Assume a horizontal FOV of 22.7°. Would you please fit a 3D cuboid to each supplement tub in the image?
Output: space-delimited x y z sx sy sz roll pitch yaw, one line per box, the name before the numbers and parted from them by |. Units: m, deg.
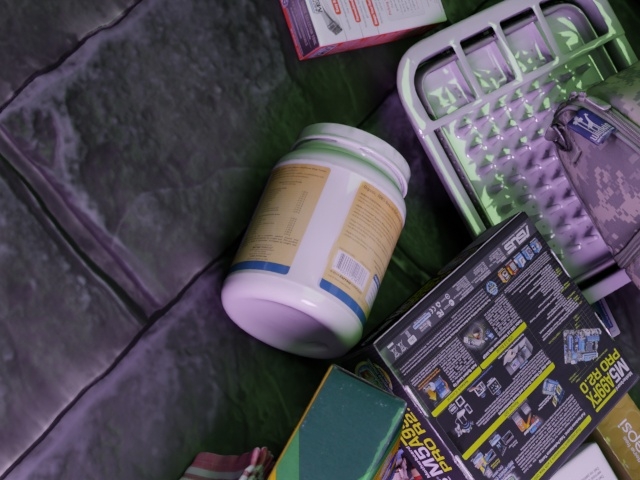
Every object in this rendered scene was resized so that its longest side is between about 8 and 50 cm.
supplement tub | 0.000 0.000 1.561 0.144 0.144 0.199 30 64 -17

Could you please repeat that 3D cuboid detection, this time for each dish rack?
dish rack | 0.247 -0.097 1.741 0.285 0.072 0.333 -28 88 -23

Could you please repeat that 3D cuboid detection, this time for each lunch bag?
lunch bag | 0.415 -0.094 1.662 0.305 0.212 0.256 -30 74 -23

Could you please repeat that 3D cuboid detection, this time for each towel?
towel | -0.131 0.263 1.419 0.029 0.144 0.197 48 61 -16

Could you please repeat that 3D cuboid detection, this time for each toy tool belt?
toy tool belt | 0.066 0.223 1.586 0.083 0.052 0.051 -18 84 -17

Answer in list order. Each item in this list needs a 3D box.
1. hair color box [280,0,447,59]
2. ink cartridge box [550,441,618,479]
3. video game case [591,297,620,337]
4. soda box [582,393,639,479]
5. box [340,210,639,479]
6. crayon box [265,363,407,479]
hair color box | 0.044 -0.257 1.710 0.167 0.053 0.093 -15 84 -31
ink cartridge box | 0.251 0.376 1.602 0.201 0.117 0.278 -31 91 -30
video game case | 0.268 0.087 1.754 0.122 0.011 0.087 -24 87 -30
soda box | 0.337 0.243 1.719 0.061 0.058 0.181 -38 94 -30
box | 0.172 0.127 1.561 0.270 0.060 0.216 -39 96 -40
crayon box | -0.032 0.293 1.412 0.083 0.203 0.323 26 67 11
